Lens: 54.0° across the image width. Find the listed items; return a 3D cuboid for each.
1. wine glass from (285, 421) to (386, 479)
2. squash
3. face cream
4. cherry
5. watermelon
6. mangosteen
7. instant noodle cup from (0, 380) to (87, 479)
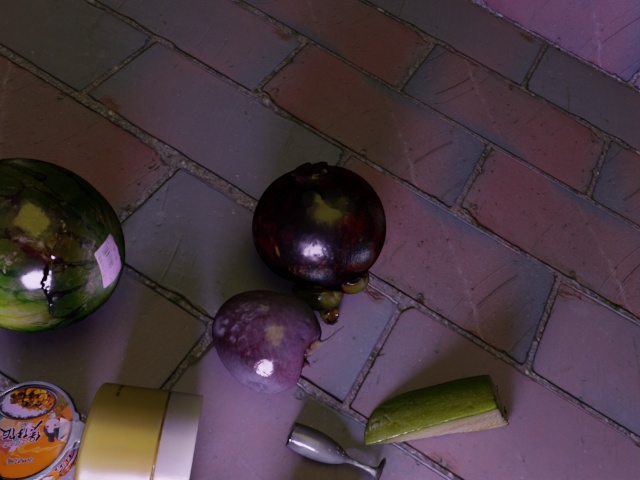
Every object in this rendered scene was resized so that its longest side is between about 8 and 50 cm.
[{"bbox_3d":[0.029,0.424,1.255,0.197,0.066,0.066,24,53,1],"label":"wine glass"},{"bbox_3d":[0.249,0.375,1.373,0.288,0.203,0.111,-21,59,13],"label":"squash"},{"bbox_3d":[-0.313,0.369,1.099,0.179,0.218,0.218,10,54,-8],"label":"face cream"},{"bbox_3d":[-0.104,0.204,1.297,0.265,0.184,0.213,18,43,16],"label":"cherry"},{"bbox_3d":[-0.559,0.010,1.207,0.362,0.363,0.364,8,55,-11],"label":"watermelon"},{"bbox_3d":[0.000,0.000,1.439,0.305,0.360,0.306,-4,26,2],"label":"mangosteen"},{"bbox_3d":[-0.498,0.353,1.102,0.208,0.126,0.178,13,56,9],"label":"instant noodle cup"}]
